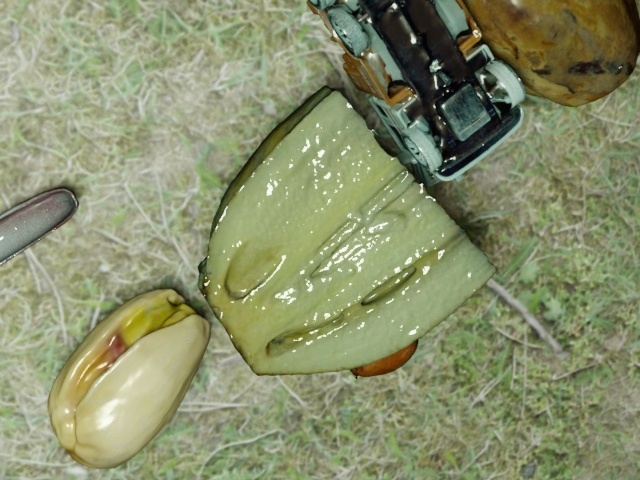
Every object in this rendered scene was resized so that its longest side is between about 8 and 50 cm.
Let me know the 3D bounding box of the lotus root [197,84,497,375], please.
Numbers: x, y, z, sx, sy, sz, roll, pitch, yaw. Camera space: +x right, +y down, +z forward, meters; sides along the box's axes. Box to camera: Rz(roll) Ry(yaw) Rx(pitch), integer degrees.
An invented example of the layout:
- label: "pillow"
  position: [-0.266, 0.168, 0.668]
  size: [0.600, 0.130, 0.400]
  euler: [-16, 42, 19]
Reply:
- label: "lotus root"
  position: [-0.001, 0.017, 1.096]
  size: [0.260, 0.149, 0.267]
  euler: [-44, 108, 2]

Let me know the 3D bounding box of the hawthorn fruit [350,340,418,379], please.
- label: "hawthorn fruit"
  position: [0.065, 0.122, 1.182]
  size: [0.081, 0.081, 0.093]
  euler: [32, 103, -21]

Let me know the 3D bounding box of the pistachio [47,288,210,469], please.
- label: "pistachio"
  position: [-0.200, 0.144, 1.079]
  size: [0.200, 0.117, 0.145]
  euler: [-55, 149, -11]

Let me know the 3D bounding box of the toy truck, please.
- label: "toy truck"
  position: [0.080, -0.204, 1.073]
  size: [0.133, 0.184, 0.338]
  euler: [-38, 112, -6]

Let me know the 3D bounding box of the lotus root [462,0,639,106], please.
- label: "lotus root"
  position: [0.216, -0.264, 1.100]
  size: [0.193, 0.193, 0.291]
  euler: [-48, 110, -6]

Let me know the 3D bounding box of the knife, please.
- label: "knife"
  position: [-0.371, 0.019, 1.025]
  size: [0.278, 0.053, 0.123]
  euler: [-33, 104, -12]
